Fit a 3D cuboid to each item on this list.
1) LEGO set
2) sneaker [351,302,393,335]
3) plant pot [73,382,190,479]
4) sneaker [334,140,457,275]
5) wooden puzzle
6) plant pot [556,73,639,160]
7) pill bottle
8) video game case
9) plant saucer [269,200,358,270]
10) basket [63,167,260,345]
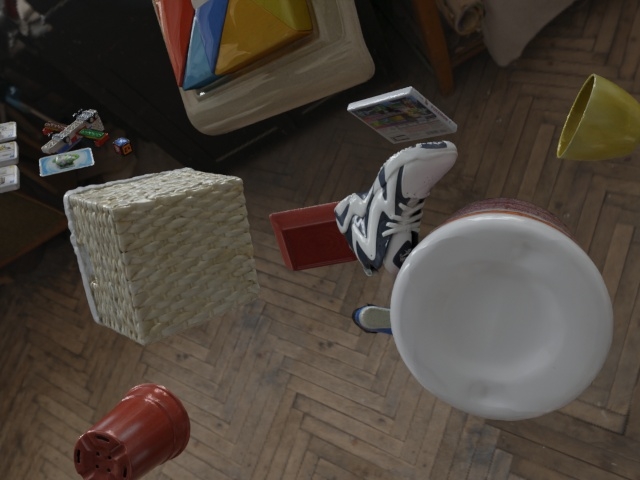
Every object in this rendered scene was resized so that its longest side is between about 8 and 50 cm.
[{"bbox_3d":[-0.431,-0.139,0.847,0.244,0.060,0.182,-17,48,-16],"label":"LEGO set"},{"bbox_3d":[0.135,0.157,1.026,0.152,0.084,0.058,10,82,-16],"label":"sneaker"},{"bbox_3d":[-0.590,0.621,1.631,0.272,0.265,0.272,2,98,17],"label":"plant pot"},{"bbox_3d":[0.121,-0.026,0.753,0.235,0.094,0.153,-33,67,40],"label":"sneaker"},{"bbox_3d":[-0.079,-0.214,0.415,0.221,0.044,0.239,-6,109,45],"label":"wooden puzzle"},{"bbox_3d":[0.443,-0.179,0.821,0.095,0.134,0.134,20,78,11],"label":"plant pot"},{"bbox_3d":[0.243,0.057,0.716,0.224,0.392,0.224,3,99,20],"label":"pill bottle"},{"bbox_3d":[0.196,-0.297,1.276,0.201,0.183,0.023,1,71,50],"label":"video game case"},{"bbox_3d":[0.000,0.000,1.568,0.259,0.258,0.048,-10,50,2],"label":"plant saucer"},{"bbox_3d":[-0.355,0.020,1.210,0.266,0.331,0.328,10,113,48],"label":"basket"}]
